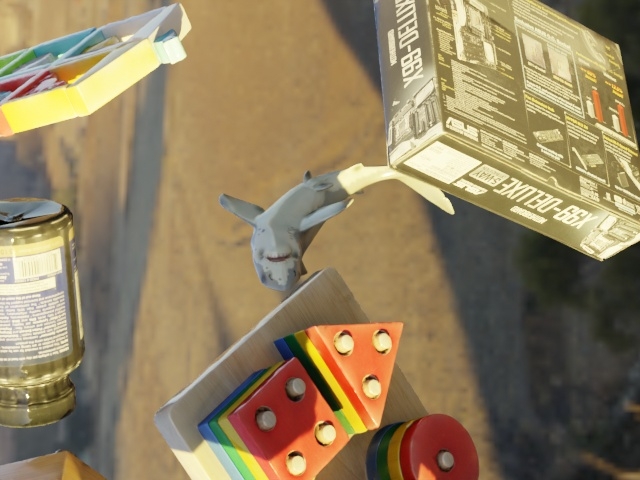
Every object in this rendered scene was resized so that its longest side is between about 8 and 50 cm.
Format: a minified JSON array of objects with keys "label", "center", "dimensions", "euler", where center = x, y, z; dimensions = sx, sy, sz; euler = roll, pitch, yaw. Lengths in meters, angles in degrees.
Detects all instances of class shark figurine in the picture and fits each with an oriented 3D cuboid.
[{"label":"shark figurine","center":[0.005,-0.016,1.843],"dimensions":[0.166,0.278,0.116],"euler":[25,135,39]}]

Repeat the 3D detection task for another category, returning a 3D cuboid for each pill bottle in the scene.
[{"label":"pill bottle","center":[-0.308,0.075,1.718],"dimensions":[0.123,0.123,0.219],"euler":[-124,30,-70]}]

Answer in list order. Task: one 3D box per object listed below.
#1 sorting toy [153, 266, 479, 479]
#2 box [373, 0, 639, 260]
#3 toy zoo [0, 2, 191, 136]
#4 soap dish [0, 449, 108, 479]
[{"label":"sorting toy","center":[0.022,0.184,1.490],"dimensions":[0.089,0.255,0.257],"euler":[-23,103,47]},{"label":"box","center":[0.193,-0.140,1.671],"dimensions":[0.076,0.307,0.242],"euler":[-33,49,39]},{"label":"toy zoo","center":[-0.247,-0.149,1.539],"dimensions":[0.192,0.293,0.030],"euler":[-50,-58,-51]},{"label":"soap dish","center":[-0.313,0.329,1.757],"dimensions":[0.229,0.291,0.118],"euler":[45,-140,-42]}]
